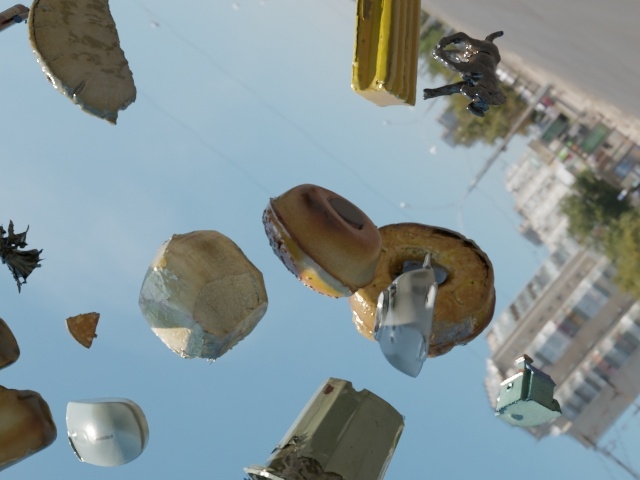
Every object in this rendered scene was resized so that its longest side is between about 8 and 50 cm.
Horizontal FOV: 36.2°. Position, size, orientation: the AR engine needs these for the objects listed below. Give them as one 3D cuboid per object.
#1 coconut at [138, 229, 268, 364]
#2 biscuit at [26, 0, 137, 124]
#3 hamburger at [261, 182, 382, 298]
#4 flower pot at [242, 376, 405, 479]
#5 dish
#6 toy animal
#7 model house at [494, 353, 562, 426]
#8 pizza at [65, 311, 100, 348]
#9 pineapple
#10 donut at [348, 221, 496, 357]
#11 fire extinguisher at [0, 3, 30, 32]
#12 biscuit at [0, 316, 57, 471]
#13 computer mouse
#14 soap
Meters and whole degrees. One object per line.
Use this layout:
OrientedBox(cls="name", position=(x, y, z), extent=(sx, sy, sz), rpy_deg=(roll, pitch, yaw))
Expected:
OrientedBox(cls="coconut", position=(-0.181, 0.073, 1.469), extent=(0.194, 0.194, 0.194), rpy_deg=(34, -167, -9))
OrientedBox(cls="biscuit", position=(-0.350, -0.292, 1.407), extent=(0.141, 0.038, 0.290), rpy_deg=(0, -119, -34))
OrientedBox(cls="hamburger", position=(0.001, 0.003, 1.646), extent=(0.236, 0.147, 0.237), rpy_deg=(34, -162, -13))
OrientedBox(cls="flower pot", position=(0.023, 0.421, 1.923), extent=(0.290, 0.259, 0.290), rpy_deg=(25, 157, 11))
OrientedBox(cls="dish", position=(0.147, 0.130, 1.779), extent=(0.086, 0.228, 0.236), rpy_deg=(10, 177, -4))
OrientedBox(cls="toy animal", position=(0.270, -0.305, 1.766), extent=(0.148, 0.085, 0.233), rpy_deg=(18, -135, 0))
OrientedBox(cls="model house", position=(0.492, 0.350, 2.327), extent=(0.119, 0.148, 0.149), rpy_deg=(24, -124, -19))
OrientedBox(cls="pizza", position=(-0.502, 0.184, 2.094), extent=(0.025, 0.078, 0.083), rpy_deg=(-13, 115, 53))
OrientedBox(cls="pineapple", position=(-0.630, -0.010, 1.823), extent=(0.251, 0.125, 0.125), rpy_deg=(35, -168, -21))
OrientedBox(cls="donut", position=(0.212, 0.097, 2.091), extent=(0.150, 0.317, 0.299), rpy_deg=(80, 169, -58))
OrientedBox(cls="fire extinguisher", position=(-0.528, -0.384, 1.686), extent=(0.035, 0.049, 0.173), rpy_deg=(55, -160, -17))
OrientedBox(cls="biscuit", position=(-0.558, 0.257, 1.430), extent=(0.237, 0.290, 0.062), rpy_deg=(57, 157, 15))
OrientedBox(cls="computer mouse", position=(-0.414, 0.360, 1.843), extent=(0.079, 0.230, 0.128), rpy_deg=(-12, -92, -52))
OrientedBox(cls="soap", position=(0.147, -0.466, 2.138), extent=(0.096, 0.325, 0.204), rpy_deg=(2, 176, 22))
